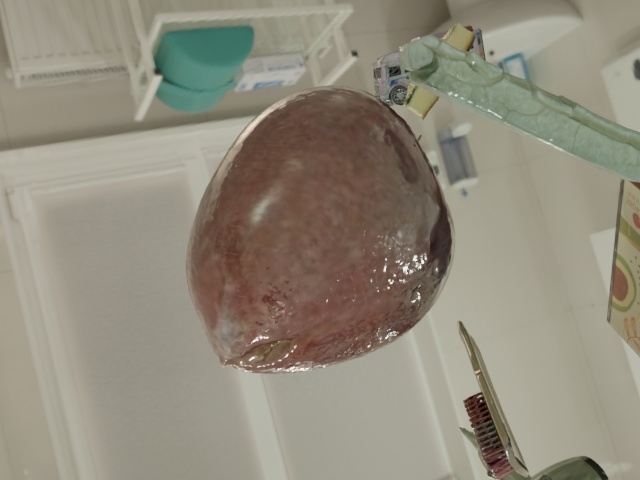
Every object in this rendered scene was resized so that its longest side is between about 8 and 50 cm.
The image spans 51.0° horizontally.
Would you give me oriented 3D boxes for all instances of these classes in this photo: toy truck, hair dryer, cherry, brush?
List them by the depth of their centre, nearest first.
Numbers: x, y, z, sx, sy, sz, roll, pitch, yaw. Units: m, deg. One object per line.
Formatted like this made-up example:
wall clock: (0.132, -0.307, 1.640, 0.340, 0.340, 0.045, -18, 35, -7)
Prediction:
cherry: (0.000, 0.000, 0.638, 0.221, 0.261, 0.307, 15, -127, 45)
hair dryer: (0.238, 0.374, 0.941, 0.229, 0.092, 0.267, -39, -162, -29)
brush: (0.227, 0.217, 0.959, 0.050, 0.060, 0.321, -33, -163, 13)
toy truck: (0.256, -0.419, 1.624, 0.267, 0.156, 0.124, -13, -167, -7)

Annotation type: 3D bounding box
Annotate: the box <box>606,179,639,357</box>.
box: (0.588, 0.114, 0.967, 0.122, 0.385, 0.345, -21, 132, -4)

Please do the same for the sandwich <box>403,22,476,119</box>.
sandwich: (0.209, -0.306, 1.297, 0.193, 0.058, 0.162, -58, -175, -9)

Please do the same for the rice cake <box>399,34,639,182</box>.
rice cake: (0.243, -0.152, 0.780, 0.336, 0.063, 0.066, 20, -170, -12)
